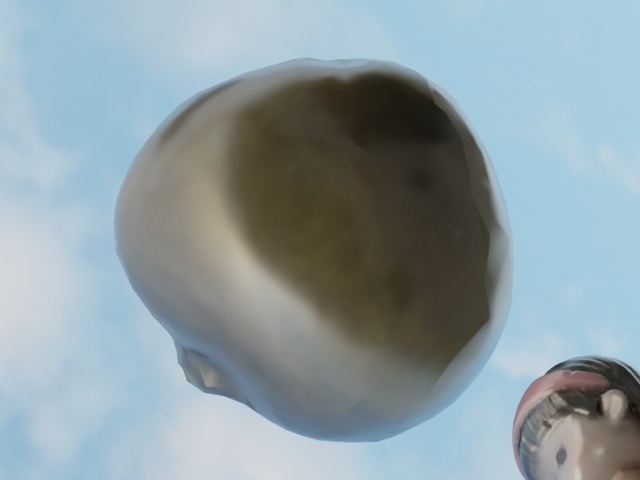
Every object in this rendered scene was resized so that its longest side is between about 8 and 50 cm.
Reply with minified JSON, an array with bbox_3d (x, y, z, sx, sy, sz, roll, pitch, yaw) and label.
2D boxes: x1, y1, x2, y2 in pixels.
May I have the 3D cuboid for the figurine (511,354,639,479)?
[{"bbox_3d":[0.113,0.092,0.678,0.054,0.072,0.129,-26,-139,-15],"label":"figurine"}]

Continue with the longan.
[{"bbox_3d":[0.000,0.000,0.886,0.189,0.189,0.189,22,-131,-28],"label":"longan"}]
